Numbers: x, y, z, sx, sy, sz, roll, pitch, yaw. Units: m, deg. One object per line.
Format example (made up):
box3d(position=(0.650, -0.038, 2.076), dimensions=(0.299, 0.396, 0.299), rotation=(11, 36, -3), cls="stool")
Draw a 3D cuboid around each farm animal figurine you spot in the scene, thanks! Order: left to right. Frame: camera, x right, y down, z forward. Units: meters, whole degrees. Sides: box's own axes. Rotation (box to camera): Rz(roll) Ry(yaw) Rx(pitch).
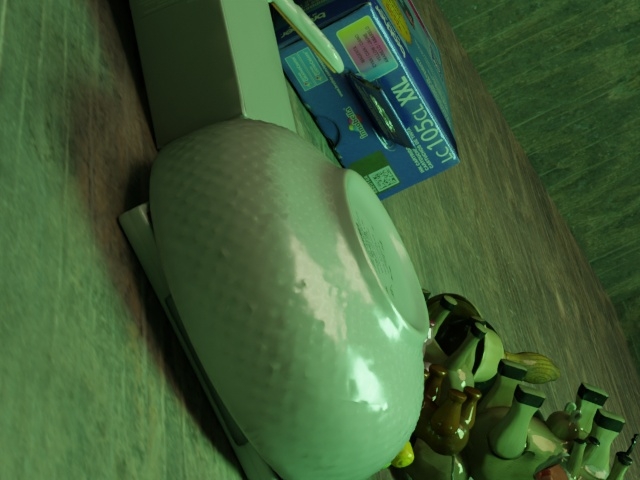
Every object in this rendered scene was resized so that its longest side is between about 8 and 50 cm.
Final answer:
box3d(position=(0.172, 0.208, 1.812), dimensions=(0.326, 0.172, 0.330), rotation=(22, 16, 2), cls="farm animal figurine")

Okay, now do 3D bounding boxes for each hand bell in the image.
box3d(position=(0.222, 0.149, 2.071), dimensions=(0.242, 0.126, 0.126), rotation=(18, 45, -46), cls="hand bell")

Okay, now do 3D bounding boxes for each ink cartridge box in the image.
box3d(position=(0.058, -0.237, 2.257), dimensions=(0.270, 0.151, 0.395), rotation=(57, 17, -28), cls="ink cartridge box")

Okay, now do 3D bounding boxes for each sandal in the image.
box3d(position=(-0.081, -0.275, 1.919), dimensions=(0.265, 0.076, 0.102), rotation=(48, 2, -7), cls="sandal")

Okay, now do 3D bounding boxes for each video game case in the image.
box3d(position=(-0.072, 0.089, 1.448), dimensions=(0.285, 0.025, 0.204), rotation=(64, 14, -3), cls="video game case")

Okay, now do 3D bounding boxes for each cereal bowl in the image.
box3d(position=(-0.002, 0.041, 1.445), dimensions=(0.339, 0.141, 0.339), rotation=(59, 15, -27), cls="cereal bowl")

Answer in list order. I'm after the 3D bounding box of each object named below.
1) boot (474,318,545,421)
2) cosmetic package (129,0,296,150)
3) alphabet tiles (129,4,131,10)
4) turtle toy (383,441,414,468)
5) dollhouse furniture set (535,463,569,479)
box3d(position=(0.241, 0.247, 2.233), dimensions=(0.263, 0.091, 0.229), rotation=(62, -2, 38), cls="boot")
box3d(position=(-0.106, -0.188, 1.593), dimensions=(0.127, 0.107, 0.238), rotation=(33, 45, -61), cls="cosmetic package")
box3d(position=(-0.175, -0.291, 1.742), dimensions=(0.278, 0.021, 0.284), rotation=(62, 14, -23), cls="alphabet tiles")
box3d(position=(0.047, 0.182, 1.633), dimensions=(0.130, 0.066, 0.095), rotation=(47, 22, -52), cls="turtle toy")
box3d(position=(0.119, 0.304, 1.404), dimensions=(0.152, 0.201, 0.374), rotation=(67, 13, 10), cls="dollhouse furniture set")
